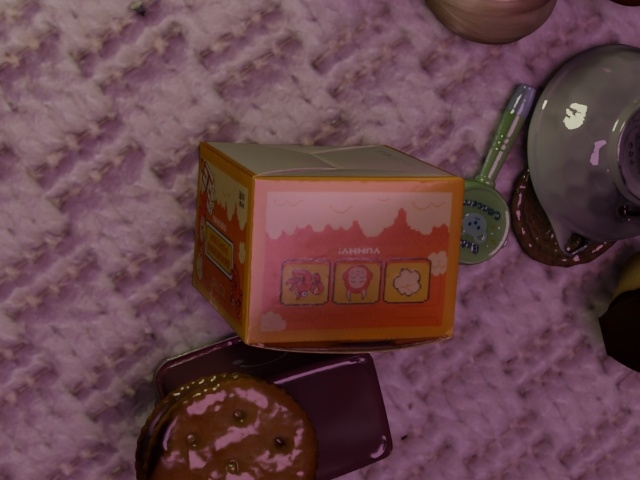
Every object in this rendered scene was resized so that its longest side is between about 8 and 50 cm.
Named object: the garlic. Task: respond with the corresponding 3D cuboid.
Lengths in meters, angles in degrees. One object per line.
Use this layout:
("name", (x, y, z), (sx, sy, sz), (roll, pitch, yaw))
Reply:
("garlic", (0.216, -0.313, 1.807), (0.207, 0.115, 0.128), (4, 107, -16))

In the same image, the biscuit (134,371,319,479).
("biscuit", (-0.111, 0.263, 1.685), (0.221, 0.066, 0.220), (-4, 103, -16))

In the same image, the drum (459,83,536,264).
("drum", (0.208, -0.092, 1.890), (0.130, 0.049, 0.253), (7, 97, -19))

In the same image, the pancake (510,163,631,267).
("pancake", (0.353, -0.054, 1.958), (0.199, 0.021, 0.199), (-5, 104, -18))

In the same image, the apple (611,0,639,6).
("apple", (0.404, -0.408, 1.792), (0.234, 0.234, 0.234), (-4, 104, -17))

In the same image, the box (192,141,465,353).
("box", (0.000, 0.000, 1.719), (0.260, 0.283, 0.213), (-2, 101, -17))

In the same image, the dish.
("dish", (0.422, -0.121, 1.894), (0.303, 0.120, 0.303), (-4, 100, -24))

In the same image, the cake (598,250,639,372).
("cake", (0.500, 0.075, 1.964), (0.208, 0.185, 0.178), (19, 52, 0))

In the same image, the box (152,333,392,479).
("box", (-0.055, 0.224, 1.818), (0.294, 0.167, 0.193), (-18, 109, -13))
